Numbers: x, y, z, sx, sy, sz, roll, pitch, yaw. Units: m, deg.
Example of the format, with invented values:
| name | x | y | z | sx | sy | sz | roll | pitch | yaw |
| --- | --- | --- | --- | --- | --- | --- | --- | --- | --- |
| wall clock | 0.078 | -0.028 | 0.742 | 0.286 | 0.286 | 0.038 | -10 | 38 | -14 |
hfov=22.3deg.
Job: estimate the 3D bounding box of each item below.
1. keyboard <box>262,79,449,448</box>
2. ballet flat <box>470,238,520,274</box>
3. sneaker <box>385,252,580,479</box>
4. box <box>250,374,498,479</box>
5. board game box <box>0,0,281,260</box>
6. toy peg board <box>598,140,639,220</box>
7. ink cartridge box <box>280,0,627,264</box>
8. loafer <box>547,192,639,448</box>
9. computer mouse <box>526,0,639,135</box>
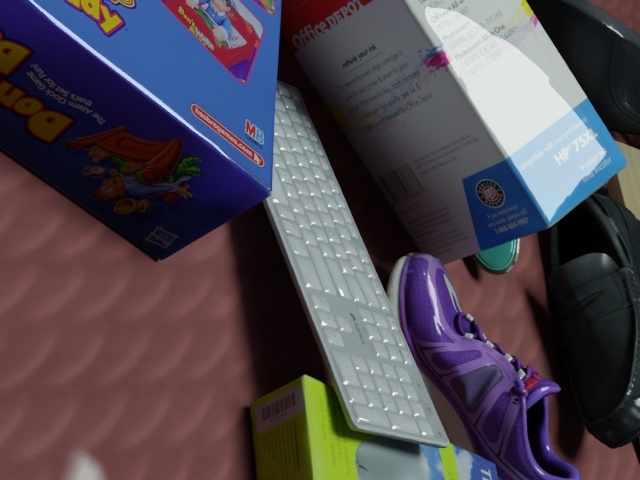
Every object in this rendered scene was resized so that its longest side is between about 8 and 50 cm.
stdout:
| name | x | y | z | sx | sy | sz | roll | pitch | yaw |
| --- | --- | --- | --- | --- | --- | --- | --- | --- | --- |
| keyboard | 0.000 | 0.000 | 0.867 | 0.072 | 0.014 | 0.256 | 24 | 34 | -46 |
| ballet flat | 0.103 | -0.029 | 1.070 | 0.041 | 0.041 | 0.114 | 1 | 65 | -56 |
| sneaker | 0.097 | 0.078 | 0.931 | 0.170 | 0.071 | 0.068 | 62 | 30 | 4 |
| box | 0.042 | 0.148 | 0.818 | 0.178 | 0.042 | 0.109 | 28 | 43 | -41 |
| board game box | -0.161 | -0.179 | 0.762 | 0.347 | 0.078 | 0.233 | 38 | 37 | -33 |
| toy peg board | 0.272 | 0.028 | 1.251 | 0.161 | 0.079 | 0.161 | 17 | 48 | -29 |
| ink cartridge box | 0.061 | -0.108 | 0.960 | 0.078 | 0.134 | 0.231 | -36 | 96 | -29 |
| loafer | 0.185 | 0.046 | 1.093 | 0.078 | 0.076 | 0.223 | 37 | 33 | -23 |
| computer mouse | 0.236 | -0.112 | 1.269 | 0.272 | 0.072 | 0.188 | 28 | 5 | -44 |
